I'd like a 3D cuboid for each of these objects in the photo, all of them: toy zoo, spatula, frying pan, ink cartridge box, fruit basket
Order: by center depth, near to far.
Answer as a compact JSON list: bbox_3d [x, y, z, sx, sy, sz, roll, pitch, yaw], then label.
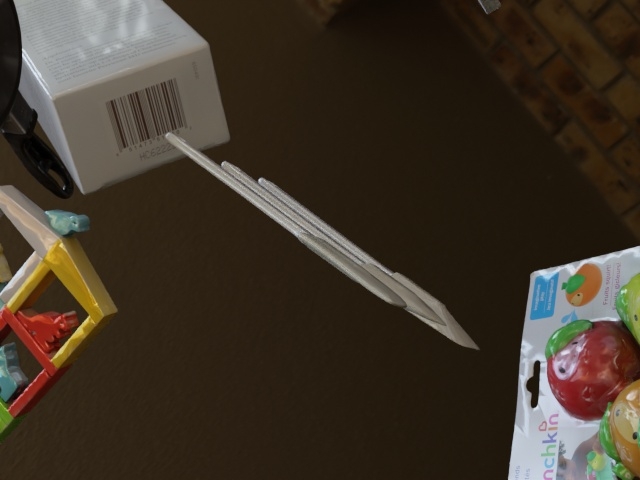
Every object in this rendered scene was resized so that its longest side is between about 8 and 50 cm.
[{"bbox_3d":[0.000,0.000,0.748,0.242,0.019,0.168,36,-173,33],"label":"spatula"},{"bbox_3d":[-0.275,-0.100,0.819,0.053,0.326,0.197,3,-136,19],"label":"frying pan"},{"bbox_3d":[0.341,0.145,1.132,0.165,0.353,0.327,29,-117,-35],"label":"fruit basket"},{"bbox_3d":[-0.348,0.076,1.145,0.192,0.293,0.030,48,-158,11],"label":"toy zoo"},{"bbox_3d":[0.256,-0.432,1.699,0.063,0.029,0.115,44,-160,-47],"label":"ink cartridge box"}]

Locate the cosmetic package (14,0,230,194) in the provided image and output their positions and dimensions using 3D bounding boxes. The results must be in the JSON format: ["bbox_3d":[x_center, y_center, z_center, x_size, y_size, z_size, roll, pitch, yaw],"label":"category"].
[{"bbox_3d":[-0.333,-0.266,1.547,0.230,0.162,0.453,-22,-142,-16],"label":"cosmetic package"}]
